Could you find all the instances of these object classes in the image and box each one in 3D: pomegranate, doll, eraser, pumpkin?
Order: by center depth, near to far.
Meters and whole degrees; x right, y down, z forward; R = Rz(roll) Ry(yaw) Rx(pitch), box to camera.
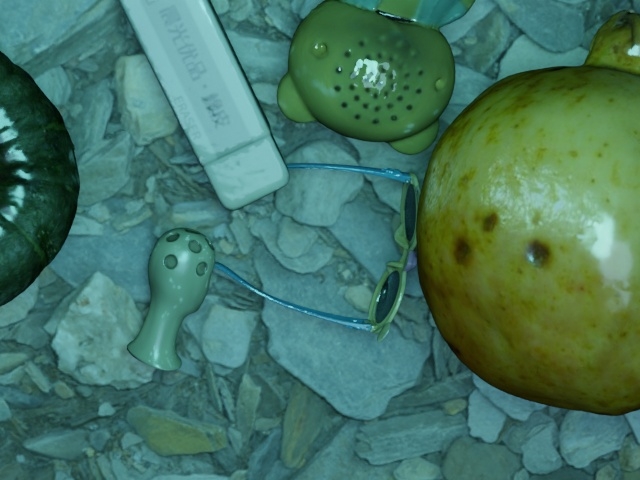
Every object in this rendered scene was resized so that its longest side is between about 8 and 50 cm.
[{"bbox_3d":[-0.391,-0.060,1.461,0.300,0.207,0.300,1,86,-22],"label":"pumpkin"},{"bbox_3d":[0.280,-0.032,1.491,0.410,0.410,0.410,-2,108,-5],"label":"pomegranate"},{"bbox_3d":[0.069,-0.227,1.506,0.177,0.161,0.261,16,103,-12],"label":"doll"},{"bbox_3d":[-0.139,-0.202,1.543,0.089,0.061,0.352,-25,108,4],"label":"eraser"}]

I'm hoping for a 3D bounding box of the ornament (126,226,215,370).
[{"bbox_3d":[-0.162,0.061,1.624,0.081,0.075,0.156,5,109,-40],"label":"ornament"}]

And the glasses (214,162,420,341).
[{"bbox_3d":[0.004,-0.008,1.636,0.220,0.088,0.190,17,107,10],"label":"glasses"}]
